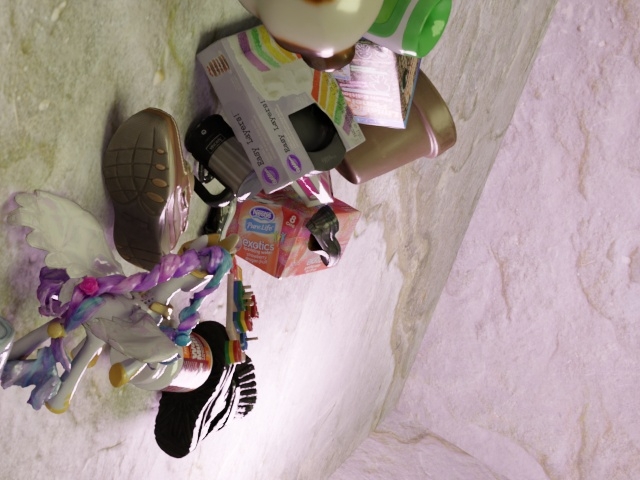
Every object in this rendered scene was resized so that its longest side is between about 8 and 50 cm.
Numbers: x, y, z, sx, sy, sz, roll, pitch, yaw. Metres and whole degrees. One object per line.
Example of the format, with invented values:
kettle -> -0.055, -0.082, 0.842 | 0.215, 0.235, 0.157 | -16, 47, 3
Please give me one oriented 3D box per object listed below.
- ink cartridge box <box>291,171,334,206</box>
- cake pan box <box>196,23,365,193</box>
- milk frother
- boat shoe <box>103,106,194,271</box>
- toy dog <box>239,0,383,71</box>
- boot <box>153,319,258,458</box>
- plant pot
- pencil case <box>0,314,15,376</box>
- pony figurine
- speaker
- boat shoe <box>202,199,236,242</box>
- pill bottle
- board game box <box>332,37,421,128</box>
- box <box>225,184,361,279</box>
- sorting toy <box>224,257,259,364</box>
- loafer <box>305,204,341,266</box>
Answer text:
ink cartridge box -> -0.052, -0.202, 1.867 | 0.371, 0.069, 0.176 | 47, 34, -68
cake pan box -> -0.058, -0.230, 1.698 | 0.070, 0.267, 0.245 | -22, -173, 40
milk frother -> -0.154, -0.123, 1.747 | 0.129, 0.135, 0.143 | -51, 162, 15
boat shoe -> -0.258, -0.090, 1.591 | 0.116, 0.123, 0.324 | -53, 167, -39
toy dog -> 0.036, -0.431, 1.435 | 0.408, 0.395, 0.284 | -60, 172, -26
boot -> -0.216, 0.284, 2.185 | 0.260, 0.131, 0.348 | -25, 146, -55
plant pot -> 0.121, -0.238, 2.155 | 0.229, 0.263, 0.263 | -39, 156, -9
pencil case -> -0.509, 0.217, 1.388 | 0.124, 0.113, 0.273 | -7, 125, -56
pony figurine -> -0.316, 0.103, 1.506 | 0.363, 0.303, 0.351 | -42, 160, 21
speaker -> 0.056, -0.402, 1.633 | 0.131, 0.296, 0.131 | -50, 158, -28
boat shoe -> -0.203, -0.019, 1.925 | 0.040, 0.049, 0.142 | 1, 117, -47
pill bottle -> -0.297, 0.221, 1.908 | 0.121, 0.121, 0.221 | -60, 161, 0
board game box -> 0.105, -0.386, 1.912 | 0.291, 0.141, 0.232 | 70, 32, -66
box -> -0.054, -0.025, 2.115 | 0.300, 0.154, 0.142 | -8, 126, -65
sorting toy -> -0.153, 0.147, 2.050 | 0.132, 0.046, 0.274 | 77, 9, -52
loafer -> 0.000, 0.000, 1.990 | 0.061, 0.062, 0.170 | -32, 146, -17
